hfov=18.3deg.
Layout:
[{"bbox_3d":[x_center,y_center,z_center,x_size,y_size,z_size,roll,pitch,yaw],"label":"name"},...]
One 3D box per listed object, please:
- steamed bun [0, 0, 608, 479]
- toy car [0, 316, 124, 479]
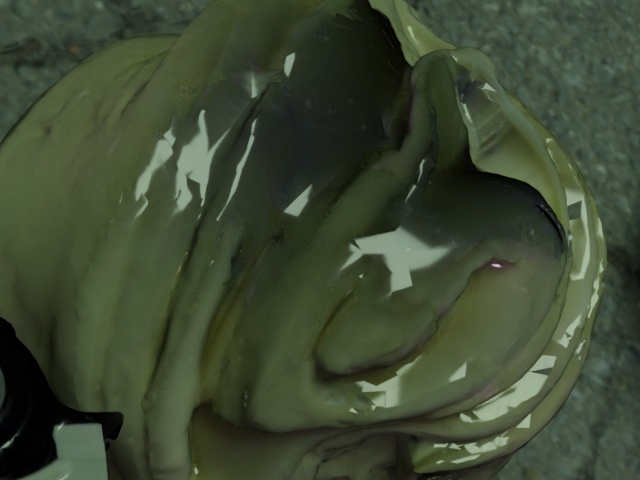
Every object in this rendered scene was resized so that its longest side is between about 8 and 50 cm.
[{"bbox_3d":[0.000,0.000,0.931,0.320,0.206,0.275,-27,80,-30],"label":"steamed bun"},{"bbox_3d":[-0.227,0.123,0.748,0.301,0.193,0.118,-3,54,-17],"label":"toy car"}]
